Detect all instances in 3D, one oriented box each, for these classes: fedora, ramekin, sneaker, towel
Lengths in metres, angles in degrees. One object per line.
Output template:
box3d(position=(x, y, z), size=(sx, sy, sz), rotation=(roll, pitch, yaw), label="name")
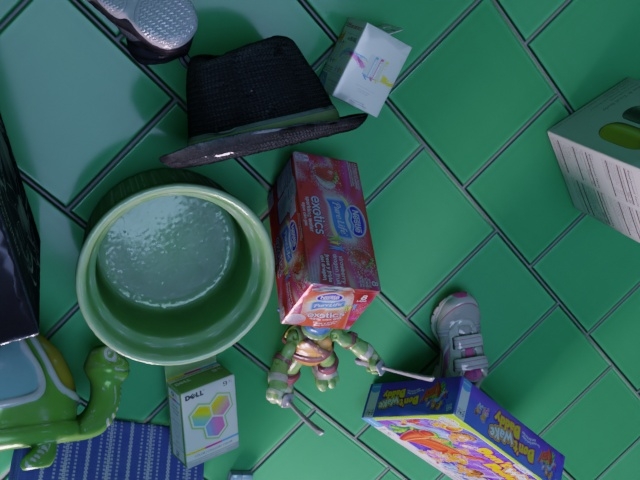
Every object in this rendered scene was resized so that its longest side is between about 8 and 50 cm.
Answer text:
box3d(position=(-0.091, -0.205, 1.124), size=(0.334, 0.334, 0.152), rotation=(-14, 99, -14), label="fedora")
box3d(position=(-0.237, 0.032, 1.249), size=(0.303, 0.148, 0.303), rotation=(-7, 114, -17), label="ramekin")
box3d(position=(0.284, 0.221, 1.539), size=(0.103, 0.111, 0.252), rotation=(-12, 115, -15), label="sneaker")
box3d(position=(-0.283, -0.339, 1.103), size=(0.268, 0.153, 0.101), rotation=(39, 77, 6), label="sneaker")
box3d(position=(-0.368, 0.432, 1.355), size=(0.336, 0.243, 0.040), rotation=(14, 149, -24), label="towel")

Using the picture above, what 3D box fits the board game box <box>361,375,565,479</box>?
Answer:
box3d(position=(0.284, 0.389, 1.545), size=(0.347, 0.233, 0.078), rotation=(39, 56, -28), label="board game box")

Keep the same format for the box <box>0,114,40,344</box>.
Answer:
box3d(position=(-0.499, -0.069, 1.019), size=(0.179, 0.312, 0.343), rotation=(-15, 117, -14), label="box")

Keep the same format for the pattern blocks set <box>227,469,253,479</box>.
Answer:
box3d(position=(-0.249, 0.598, 1.555), size=(0.285, 0.026, 0.325), rotation=(-1, 112, -20), label="pattern blocks set")

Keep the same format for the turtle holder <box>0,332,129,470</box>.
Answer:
box3d(position=(-0.474, 0.237, 1.197), size=(0.320, 0.243, 0.227), rotation=(-9, 78, 3), label="turtle holder")

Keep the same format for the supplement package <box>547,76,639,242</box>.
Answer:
box3d(position=(0.591, -0.140, 1.410), size=(0.199, 0.263, 0.198), rotation=(-33, 119, -5), label="supplement package")

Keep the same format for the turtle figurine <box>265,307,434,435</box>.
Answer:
box3d(position=(0.002, 0.241, 1.345), size=(0.274, 0.266, 0.198), rotation=(41, 66, 8), label="turtle figurine")

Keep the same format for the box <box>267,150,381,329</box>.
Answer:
box3d(position=(0.000, 0.000, 1.248), size=(0.122, 0.257, 0.128), rotation=(8, 143, -22), label="box")

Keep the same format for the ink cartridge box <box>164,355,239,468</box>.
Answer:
box3d(position=(-0.211, 0.287, 1.390), size=(0.109, 0.062, 0.209), rotation=(-15, 114, -36), label="ink cartridge box")

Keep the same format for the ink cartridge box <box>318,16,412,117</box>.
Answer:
box3d(position=(0.072, -0.288, 1.258), size=(0.090, 0.092, 0.143), rotation=(21, 102, -25), label="ink cartridge box")
